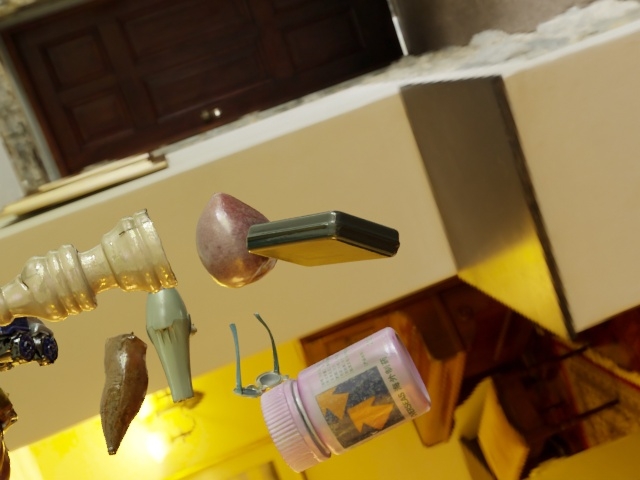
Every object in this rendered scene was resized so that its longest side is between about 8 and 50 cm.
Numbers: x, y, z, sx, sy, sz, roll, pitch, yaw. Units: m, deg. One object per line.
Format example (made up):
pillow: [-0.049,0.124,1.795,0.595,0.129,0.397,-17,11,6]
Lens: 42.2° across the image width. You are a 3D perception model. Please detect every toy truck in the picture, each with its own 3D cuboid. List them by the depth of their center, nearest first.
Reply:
toy truck: [-0.715,0.207,1.906,0.213,0.161,0.177,37,-136,-72]

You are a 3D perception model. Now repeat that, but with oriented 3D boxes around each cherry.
cherry: [-0.229,0.006,2.172,0.206,0.239,0.239,-61,36,28]

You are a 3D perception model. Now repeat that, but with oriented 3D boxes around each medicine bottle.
medicine bottle: [0.048,0.306,1.586,0.178,0.290,0.178,62,-175,-9]

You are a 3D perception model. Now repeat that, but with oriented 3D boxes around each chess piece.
chess piece: [-0.407,0.067,1.384,0.124,0.307,0.139,-154,43,-75]

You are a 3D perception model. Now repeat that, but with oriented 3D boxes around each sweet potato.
sweet potato: [-0.543,0.425,2.295,0.131,0.131,0.337,84,-176,-67]

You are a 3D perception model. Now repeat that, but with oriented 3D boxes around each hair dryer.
hair dryer: [-0.362,0.293,2.158,0.298,0.118,0.296,66,-169,-57]

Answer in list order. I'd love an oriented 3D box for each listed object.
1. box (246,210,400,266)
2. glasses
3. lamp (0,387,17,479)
box: [0.000,0.000,1.366,0.230,0.160,0.050,-9,71,47]
glasses: [-0.198,0.325,2.326,0.189,0.088,0.221,-21,-88,-55]
lamp: [-0.606,0.313,1.304,0.305,0.239,0.305,35,144,30]
